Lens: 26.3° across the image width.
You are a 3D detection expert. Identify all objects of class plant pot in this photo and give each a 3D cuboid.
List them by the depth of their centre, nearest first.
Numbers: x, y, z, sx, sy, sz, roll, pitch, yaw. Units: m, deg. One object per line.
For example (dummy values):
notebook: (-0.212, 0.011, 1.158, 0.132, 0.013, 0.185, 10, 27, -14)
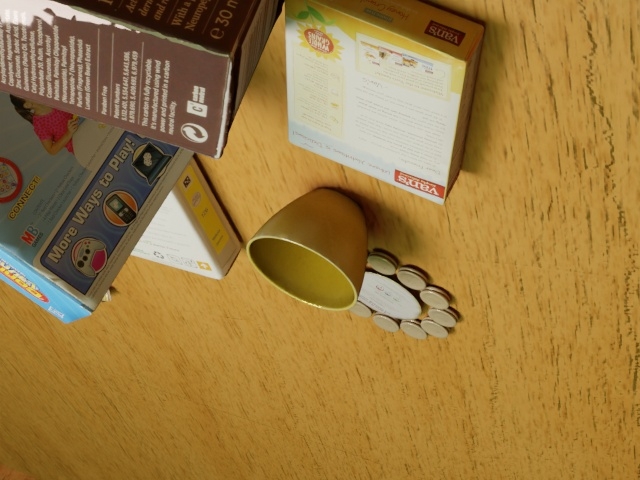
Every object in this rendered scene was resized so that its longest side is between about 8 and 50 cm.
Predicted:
plant pot: (0.000, 0.000, 1.500, 0.134, 0.095, 0.134, 24, 154, 12)

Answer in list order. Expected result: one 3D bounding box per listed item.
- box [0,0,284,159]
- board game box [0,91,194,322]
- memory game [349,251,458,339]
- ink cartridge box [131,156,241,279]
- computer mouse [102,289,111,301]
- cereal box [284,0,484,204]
box: (-0.228, -0.229, 1.131, 0.381, 0.191, 0.143, 16, 144, 3)
board game box: (-0.270, -0.133, 1.285, 0.302, 0.308, 0.086, 38, 155, -17)
memory game: (0.079, 0.063, 1.632, 0.186, 0.012, 0.186, 22, 154, 12)
ink cartridge box: (-0.277, -0.092, 1.649, 0.303, 0.072, 0.307, 16, 149, 27)
computer mouse: (-0.369, 0.041, 1.984, 0.184, 0.060, 0.262, 42, 151, -24)
cereal box: (0.053, -0.138, 1.251, 0.173, 0.047, 0.240, 23, 154, 11)
